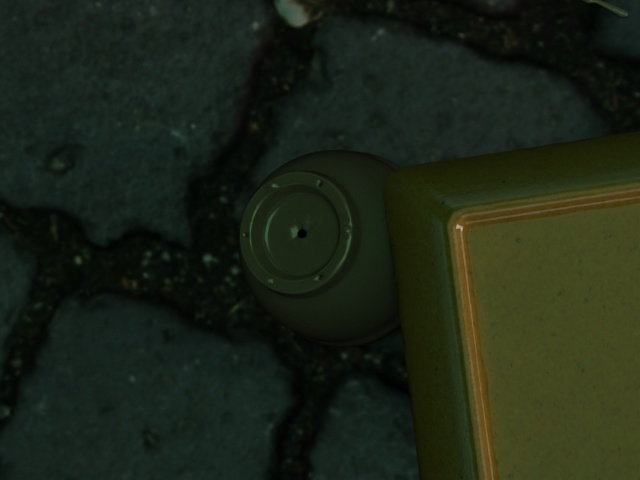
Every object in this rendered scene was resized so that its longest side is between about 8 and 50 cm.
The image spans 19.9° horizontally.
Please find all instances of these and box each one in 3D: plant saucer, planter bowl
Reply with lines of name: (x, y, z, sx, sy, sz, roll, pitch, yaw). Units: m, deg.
plant saucer: (0.220, 0.079, 1.315, 0.333, 0.081, 0.332, -9, 80, 11)
planter bowl: (0.000, 0.000, 1.446, 0.162, 0.109, 0.162, -4, 81, 23)

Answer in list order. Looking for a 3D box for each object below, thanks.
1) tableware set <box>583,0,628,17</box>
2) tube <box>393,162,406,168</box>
tableware set: (0.239, -0.268, 1.504, 0.104, 0.024, 0.154, 26, 87, 15)
tube: (0.133, -0.014, 1.472, 0.207, 0.052, 0.080, 9, 79, 18)
